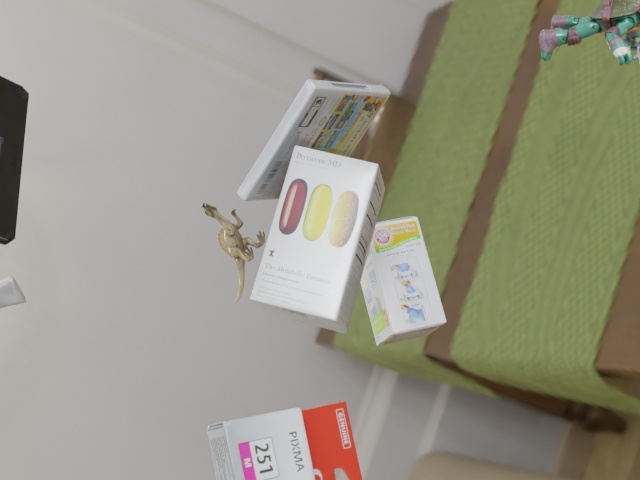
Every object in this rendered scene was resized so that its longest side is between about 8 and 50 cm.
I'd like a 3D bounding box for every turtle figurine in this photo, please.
[{"bbox_3d":[0.498,-0.354,1.871,0.234,0.175,0.118,1,103,32],"label":"turtle figurine"}]

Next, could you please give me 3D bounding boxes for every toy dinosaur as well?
[{"bbox_3d":[-0.137,0.012,1.858,0.092,0.183,0.053,-10,14,46],"label":"toy dinosaur"}]

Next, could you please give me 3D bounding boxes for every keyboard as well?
[{"bbox_3d":[-0.350,-0.093,1.121,0.023,0.108,0.180,-15,65,33],"label":"keyboard"}]

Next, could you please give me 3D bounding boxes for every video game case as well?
[{"bbox_3d":[-0.009,-0.157,1.773,0.026,0.206,0.227,47,119,25],"label":"video game case"}]

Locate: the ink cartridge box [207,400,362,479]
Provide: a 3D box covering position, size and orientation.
[{"bbox_3d":[-0.018,0.367,1.519,0.060,0.239,0.275,-25,74,54],"label":"ink cartridge box"}]

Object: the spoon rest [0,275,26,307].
[{"bbox_3d":[-0.556,0.161,1.767,0.084,0.137,0.276,-14,28,15],"label":"spoon rest"}]

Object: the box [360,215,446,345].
[{"bbox_3d":[0.137,0.073,1.993,0.114,0.103,0.203,127,131,-69],"label":"box"}]

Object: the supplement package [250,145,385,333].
[{"bbox_3d":[0.000,0.000,1.681,0.134,0.139,0.244,60,-136,-75],"label":"supplement package"}]
